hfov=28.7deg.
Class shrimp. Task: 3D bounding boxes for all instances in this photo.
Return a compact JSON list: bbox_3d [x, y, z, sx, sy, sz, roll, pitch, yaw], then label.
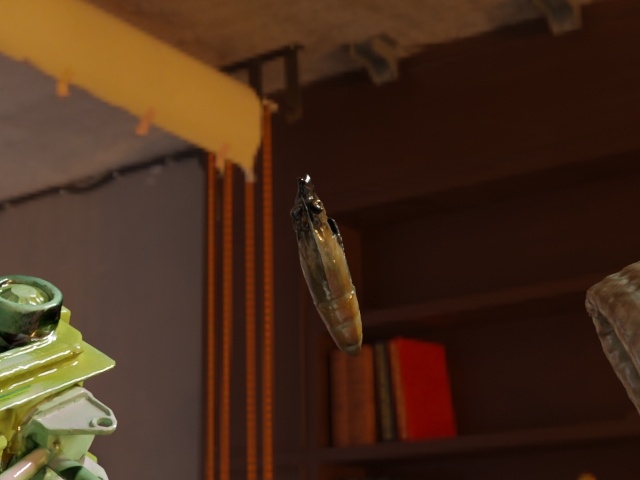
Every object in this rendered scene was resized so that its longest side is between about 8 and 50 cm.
[{"bbox_3d":[0.000,0.000,1.421,0.051,0.198,0.262,-17,-54,3],"label":"shrimp"}]

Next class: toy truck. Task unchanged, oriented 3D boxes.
[{"bbox_3d":[-0.209,0.119,0.657,0.135,0.128,0.259,28,25,31],"label":"toy truck"}]

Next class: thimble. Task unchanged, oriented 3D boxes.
[{"bbox_3d":[0.373,0.110,1.290,0.148,0.229,0.196,-25,-46,2],"label":"thimble"}]
